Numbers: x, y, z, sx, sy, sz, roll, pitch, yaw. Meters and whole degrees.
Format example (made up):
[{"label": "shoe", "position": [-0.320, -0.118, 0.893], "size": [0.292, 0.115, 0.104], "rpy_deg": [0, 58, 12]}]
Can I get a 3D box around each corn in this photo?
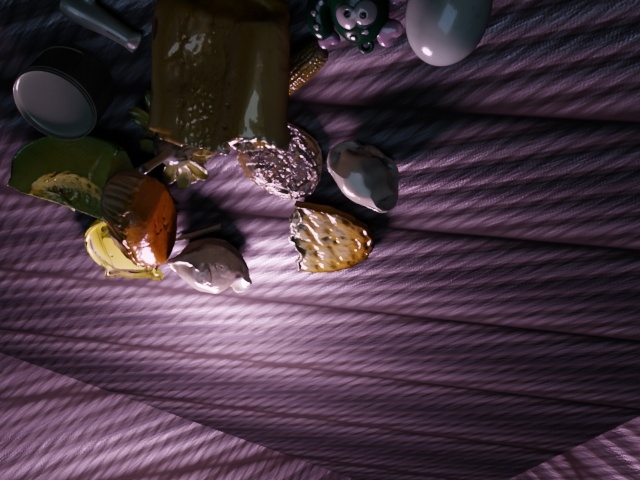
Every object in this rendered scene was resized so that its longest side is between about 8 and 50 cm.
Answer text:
[{"label": "corn", "position": [-0.109, -0.415, 1.566], "size": [0.320, 0.097, 0.097], "rpy_deg": [-28, 123, 32]}]

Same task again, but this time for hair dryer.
[{"label": "hair dryer", "position": [-0.514, -0.612, 1.490], "size": [0.207, 0.075, 0.237], "rpy_deg": [26, 127, -23]}]

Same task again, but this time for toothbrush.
[{"label": "toothbrush", "position": [-0.457, -0.015, 2.095], "size": [0.295, 0.026, 0.028], "rpy_deg": [-19, 146, 29]}]

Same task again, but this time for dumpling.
[{"label": "dumpling", "position": [0.128, -0.190, 1.715], "size": [0.250, 0.162, 0.132], "rpy_deg": [39, 167, -11]}, {"label": "dumpling", "position": [-0.401, 0.084, 2.099], "size": [0.318, 0.187, 0.243], "rpy_deg": [23, 165, -34]}]

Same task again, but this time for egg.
[{"label": "egg", "position": [0.283, -0.514, 1.311], "size": [0.183, 0.182, 0.264], "rpy_deg": [10, 129, 2]}]

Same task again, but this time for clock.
[{"label": "clock", "position": [-0.702, 0.022, 2.153], "size": [0.277, 0.071, 0.293], "rpy_deg": [7, 134, 4]}]

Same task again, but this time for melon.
[{"label": "melon", "position": [-0.776, -0.195, 1.859], "size": [0.344, 0.226, 0.331], "rpy_deg": [23, 147, 6]}]

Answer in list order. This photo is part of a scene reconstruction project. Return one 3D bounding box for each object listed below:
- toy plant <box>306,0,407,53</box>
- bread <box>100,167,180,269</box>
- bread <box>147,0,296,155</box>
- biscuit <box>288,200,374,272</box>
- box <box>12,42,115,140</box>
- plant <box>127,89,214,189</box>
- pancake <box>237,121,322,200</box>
[{"label": "toy plant", "position": [0.084, -0.546, 1.374], "size": [0.233, 0.112, 0.243], "rpy_deg": [13, 131, 6]}, {"label": "bread", "position": [-0.552, -0.055, 1.868], "size": [0.183, 0.236, 0.388], "rpy_deg": [25, 160, 12]}, {"label": "bread", "position": [-0.210, -0.418, 1.425], "size": [0.361, 0.250, 0.393], "rpy_deg": [13, 108, 18]}, {"label": "biscuit", "position": [0.000, 0.000, 1.978], "size": [0.329, 0.078, 0.335], "rpy_deg": [30, 134, -21]}, {"label": "box", "position": [-0.709, -0.411, 1.661], "size": [0.226, 0.149, 0.226], "rpy_deg": [6, 135, 6]}, {"label": "plant", "position": [-0.393, -0.288, 1.694], "size": [0.261, 0.297, 0.305], "rpy_deg": [-25, 114, -5]}, {"label": "pancake", "position": [-0.117, -0.236, 1.778], "size": [0.283, 0.049, 0.282], "rpy_deg": [7, 135, 7]}]
